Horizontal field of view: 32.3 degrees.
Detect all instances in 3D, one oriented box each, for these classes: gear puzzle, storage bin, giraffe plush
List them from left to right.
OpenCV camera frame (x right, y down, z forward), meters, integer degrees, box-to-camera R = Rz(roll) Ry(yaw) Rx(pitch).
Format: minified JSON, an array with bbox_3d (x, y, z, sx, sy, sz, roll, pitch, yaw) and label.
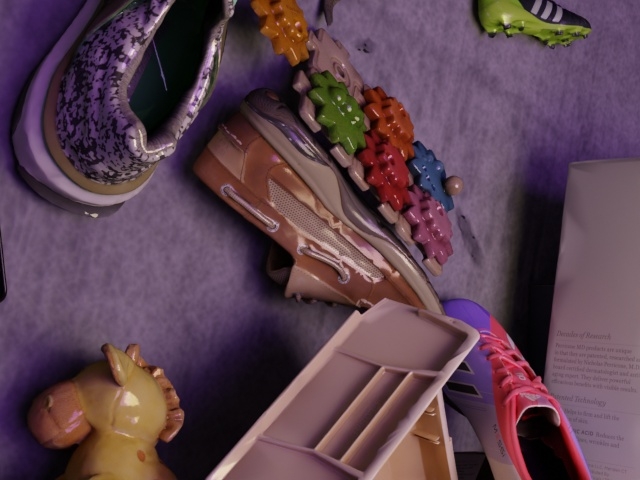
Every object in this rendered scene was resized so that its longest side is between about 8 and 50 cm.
[{"bbox_3d":[-0.175,0.175,0.905,0.210,0.181,0.170,-2,74,-34],"label":"giraffe plush"},{"bbox_3d":[0.044,-0.130,1.089,0.339,0.044,0.175,48,30,-28],"label":"gear puzzle"},{"bbox_3d":[0.049,0.230,0.964,0.260,0.123,0.262,-45,137,-37],"label":"storage bin"}]

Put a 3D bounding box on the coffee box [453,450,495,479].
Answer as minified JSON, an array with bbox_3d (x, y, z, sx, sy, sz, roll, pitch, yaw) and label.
[{"bbox_3d":[0.123,0.379,1.126,0.168,0.119,0.297,58,47,-23],"label":"coffee box"}]

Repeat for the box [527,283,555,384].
[{"bbox_3d":[0.336,0.131,1.345,0.158,0.093,0.155,4,86,-39],"label":"box"}]

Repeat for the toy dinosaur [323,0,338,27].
[{"bbox_3d":[0.100,-0.349,1.142,0.160,0.121,0.313,28,68,-21],"label":"toy dinosaur"}]

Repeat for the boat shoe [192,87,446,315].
[{"bbox_3d":[0.000,0.000,1.076,0.120,0.122,0.324,-40,115,2],"label":"boat shoe"}]

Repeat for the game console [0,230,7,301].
[{"bbox_3d":[-0.309,-0.006,0.842,0.107,0.071,0.122,-8,94,-39],"label":"game console"}]

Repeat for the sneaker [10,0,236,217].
[{"bbox_3d":[-0.109,-0.214,0.932,0.158,0.182,0.410,26,74,-36],"label":"sneaker"}]

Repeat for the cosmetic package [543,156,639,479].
[{"bbox_3d":[0.375,0.113,1.222,0.217,0.156,0.384,16,78,-37],"label":"cosmetic package"}]

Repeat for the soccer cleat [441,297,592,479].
[{"bbox_3d":[0.195,0.164,1.120,0.109,0.318,0.116,-8,138,-14],"label":"soccer cleat"}]

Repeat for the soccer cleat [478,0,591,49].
[{"bbox_3d":[0.257,-0.272,1.307,0.179,0.060,0.072,1,77,-38],"label":"soccer cleat"}]
